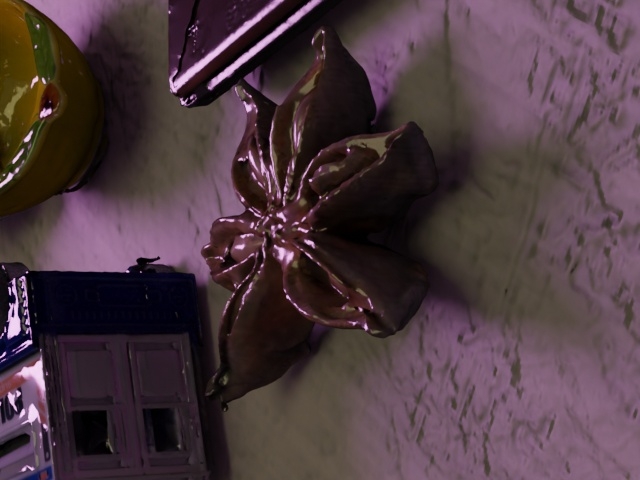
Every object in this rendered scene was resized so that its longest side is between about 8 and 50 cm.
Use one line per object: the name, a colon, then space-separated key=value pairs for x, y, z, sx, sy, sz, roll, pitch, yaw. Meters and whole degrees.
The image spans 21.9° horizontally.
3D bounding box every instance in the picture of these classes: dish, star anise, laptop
dish: x=-0.190 y=-0.079 z=1.066 sx=0.208 sy=0.080 sz=0.149 roll=8 pitch=86 yaw=50
star anise: x=-0.002 y=-0.015 z=0.822 sx=0.208 sy=0.063 sz=0.172 roll=-30 pitch=58 yaw=57
laptop: x=-0.019 y=-0.176 z=0.868 sx=0.207 sy=0.026 sz=0.154 roll=-31 pitch=54 yaw=49

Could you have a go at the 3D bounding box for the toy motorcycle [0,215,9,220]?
toy motorcycle: x=-0.323 y=0.000 z=1.180 sx=0.270 sy=0.106 sz=0.159 roll=-21 pitch=53 yaw=24

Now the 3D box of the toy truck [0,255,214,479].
toy truck: x=-0.182 y=0.112 z=1.012 sx=0.268 sy=0.124 sz=0.155 roll=-30 pitch=64 yaw=50
